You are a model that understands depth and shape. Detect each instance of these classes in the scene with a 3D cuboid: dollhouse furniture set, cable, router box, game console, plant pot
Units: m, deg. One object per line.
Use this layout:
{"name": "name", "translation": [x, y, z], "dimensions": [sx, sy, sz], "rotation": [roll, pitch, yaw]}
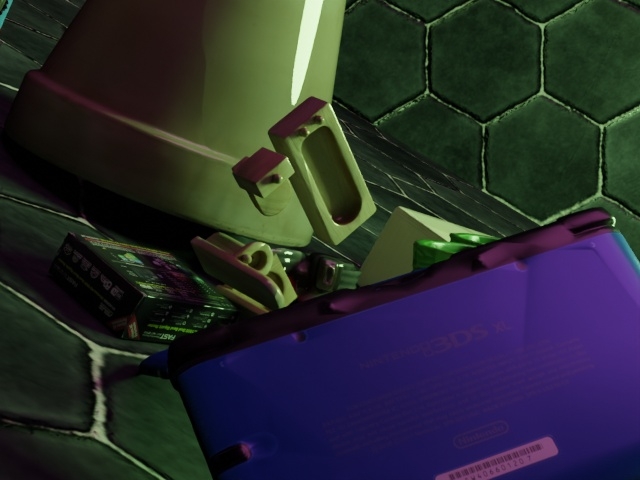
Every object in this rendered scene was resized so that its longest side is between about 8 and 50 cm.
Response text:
{"name": "dollhouse furniture set", "translation": [0.000, 0.000, 1.109], "dimensions": [0.123, 0.151, 0.144], "rotation": [26, -31, 48]}
{"name": "cable", "translation": [-0.019, 0.045, 1.392], "dimensions": [0.139, 0.072, 0.287], "rotation": [12, -1, -3]}
{"name": "router box", "translation": [-0.131, 0.039, 1.085], "dimensions": [0.092, 0.038, 0.122], "rotation": [38, 13, 32]}
{"name": "game console", "translation": [0.057, 0.098, 0.900], "dimensions": [0.173, 0.293, 0.250], "rotation": [96, -27, -57]}
{"name": "plant pot", "translation": [-0.108, -0.180, 1.402], "dimensions": [0.323, 0.280, 0.323], "rotation": [22, 6, -3]}

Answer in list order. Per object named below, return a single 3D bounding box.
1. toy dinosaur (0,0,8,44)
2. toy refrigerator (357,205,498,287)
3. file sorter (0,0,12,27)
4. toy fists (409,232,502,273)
{"name": "toy dinosaur", "translation": [-0.332, -0.219, 1.229], "dimensions": [0.164, 0.218, 0.322], "rotation": [17, -35, 17]}
{"name": "toy refrigerator", "translation": [0.167, 0.047, 1.668], "dimensions": [0.094, 0.102, 0.269], "rotation": [37, 12, 34]}
{"name": "file sorter", "translation": [-0.425, -0.299, 1.669], "dimensions": [0.104, 0.118, 0.170], "rotation": [20, 14, -28]}
{"name": "toy fists", "translation": [0.123, 0.070, 1.351], "dimensions": [0.096, 0.142, 0.279], "rotation": [12, 6, 15]}
